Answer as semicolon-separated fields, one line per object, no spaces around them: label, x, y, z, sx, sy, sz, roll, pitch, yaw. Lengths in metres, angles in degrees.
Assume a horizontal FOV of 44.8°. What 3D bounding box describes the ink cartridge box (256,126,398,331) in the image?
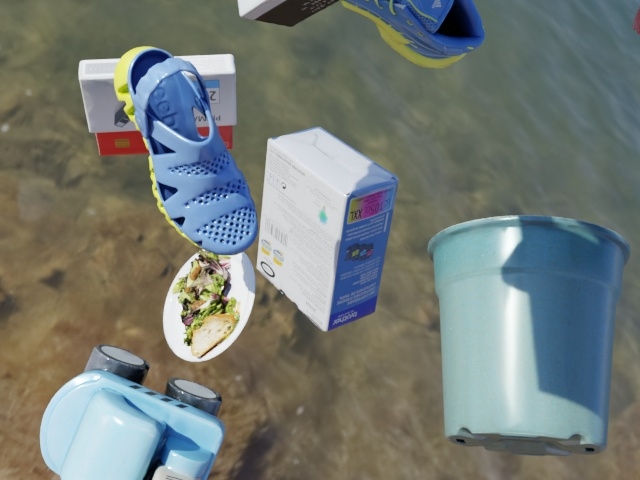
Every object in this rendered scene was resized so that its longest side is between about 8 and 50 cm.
ink cartridge box;0.000;0.000;1.638;0.151;0.396;0.270;-16;39;-35

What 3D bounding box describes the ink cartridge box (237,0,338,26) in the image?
ink cartridge box;-0.013;-0.348;0.577;0.065;0.165;0.333;-5;85;-43

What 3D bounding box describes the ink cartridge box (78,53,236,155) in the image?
ink cartridge box;-0.320;-0.253;1.585;0.296;0.261;0.066;-5;51;-9

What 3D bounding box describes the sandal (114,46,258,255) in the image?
sandal;-0.178;-0.121;1.056;0.126;0.138;0.318;-32;102;-22

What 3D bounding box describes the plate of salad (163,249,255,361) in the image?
plate of salad;-0.188;0.095;1.251;0.048;0.199;0.200;31;44;-47

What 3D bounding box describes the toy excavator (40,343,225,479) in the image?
toy excavator;-0.251;0.368;1.207;0.432;0.445;0.223;24;91;-2

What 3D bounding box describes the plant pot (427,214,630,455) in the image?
plant pot;0.340;0.174;1.298;0.341;0.341;0.334;16;67;-23

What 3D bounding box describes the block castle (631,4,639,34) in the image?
block castle;0.660;-0.323;1.051;0.303;0.213;0.453;29;36;35

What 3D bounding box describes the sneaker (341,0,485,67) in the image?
sneaker;0.066;-0.252;0.739;0.240;0.126;0.091;28;90;-24
